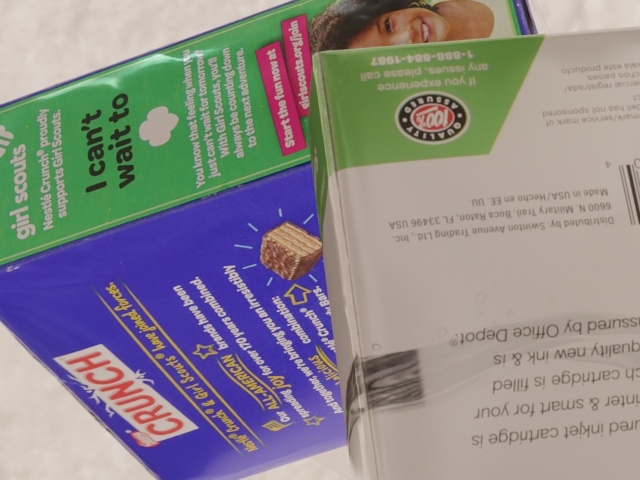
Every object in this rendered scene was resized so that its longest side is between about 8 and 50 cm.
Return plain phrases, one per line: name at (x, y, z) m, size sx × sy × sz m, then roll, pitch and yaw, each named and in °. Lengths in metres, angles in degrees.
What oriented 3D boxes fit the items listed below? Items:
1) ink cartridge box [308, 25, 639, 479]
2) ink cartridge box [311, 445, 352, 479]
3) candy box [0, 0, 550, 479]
ink cartridge box at (0.086, 0.043, 0.592) m, size 0.092 × 0.160 × 0.219 m, roll 96°, pitch 169°, yaw -66°
ink cartridge box at (0.141, 0.152, 1.459) m, size 0.198 × 0.273 × 0.114 m, roll 180°, pitch 96°, yaw -77°
candy box at (0.000, 0.000, 0.964) m, size 0.268 × 0.317 × 0.122 m, roll 56°, pitch -162°, yaw -51°
